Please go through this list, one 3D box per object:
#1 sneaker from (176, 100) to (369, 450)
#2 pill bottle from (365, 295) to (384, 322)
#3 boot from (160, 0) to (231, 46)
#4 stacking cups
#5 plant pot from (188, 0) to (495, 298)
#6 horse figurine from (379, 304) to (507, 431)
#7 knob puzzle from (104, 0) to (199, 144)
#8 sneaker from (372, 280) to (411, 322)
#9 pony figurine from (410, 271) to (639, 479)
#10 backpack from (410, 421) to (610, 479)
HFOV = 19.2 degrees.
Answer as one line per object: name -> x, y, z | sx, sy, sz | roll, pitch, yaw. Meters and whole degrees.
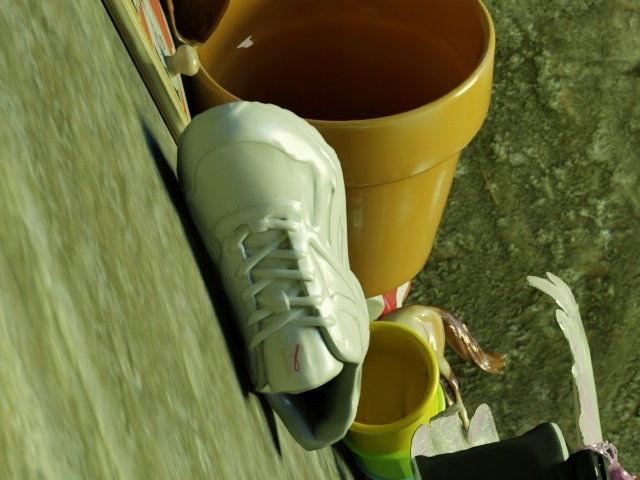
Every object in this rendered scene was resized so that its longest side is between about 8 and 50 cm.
sneaker -> -0.016, 0.026, 1.067 | 0.115, 0.090, 0.232 | -99, 169, -50
pill bottle -> 0.000, 0.000, 1.476 | 0.078, 0.078, 0.137 | 63, 10, -66
boot -> -0.081, -0.237, 1.218 | 0.152, 0.073, 0.197 | -104, -168, -47
stacking cups -> 0.063, 0.172, 1.577 | 0.316, 0.096, 0.096 | 74, -1, -63
plant pot -> 0.015, -0.069, 1.311 | 0.205, 0.205, 0.188 | -105, -170, -48
horse figurine -> 0.087, 0.127, 1.802 | 0.263, 0.066, 0.174 | -34, 104, -56
knob puzzle -> -0.110, -0.173, 1.122 | 0.213, 0.030, 0.213 | -19, 90, -86
sneaker -> 0.039, 0.016, 1.924 | 0.221, 0.087, 0.128 | -106, 176, -56
pony figurine -> 0.227, 0.242, 1.520 | 0.303, 0.363, 0.351 | -37, 129, -47
backpack -> 0.130, 0.266, 1.159 | 0.253, 0.191, 0.225 | 57, 16, -46
